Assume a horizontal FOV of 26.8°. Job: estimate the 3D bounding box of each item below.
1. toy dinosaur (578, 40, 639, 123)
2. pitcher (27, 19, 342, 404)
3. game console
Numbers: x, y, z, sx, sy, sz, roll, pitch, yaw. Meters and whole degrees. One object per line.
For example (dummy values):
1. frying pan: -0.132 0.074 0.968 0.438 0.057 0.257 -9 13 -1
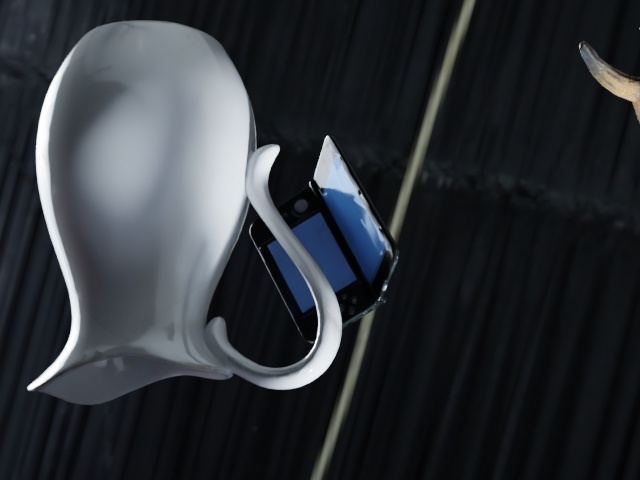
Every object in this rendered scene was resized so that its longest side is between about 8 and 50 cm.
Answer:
1. toy dinosaur: 0.198 -0.206 0.600 0.200 0.295 0.127 -10 164 14
2. pitcher: -0.075 -0.015 0.761 0.178 0.207 0.125 -2 166 10
3. game console: 0.000 0.000 1.049 0.122 0.107 0.071 62 -172 27
